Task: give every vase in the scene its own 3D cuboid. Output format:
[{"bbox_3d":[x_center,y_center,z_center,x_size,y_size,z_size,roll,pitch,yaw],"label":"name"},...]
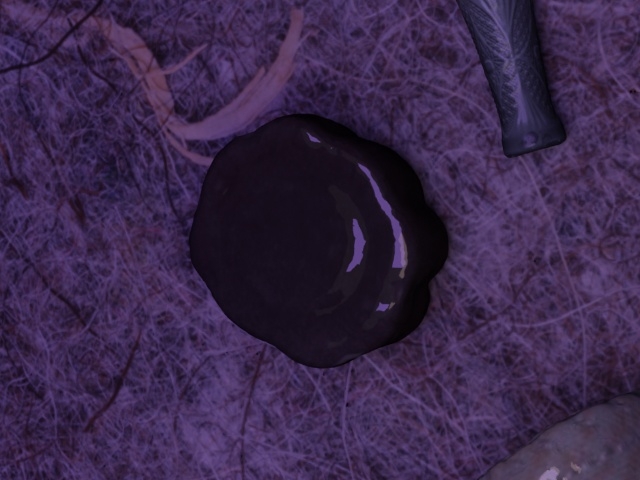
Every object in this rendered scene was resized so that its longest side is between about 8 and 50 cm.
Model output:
[{"bbox_3d":[0.220,-0.208,1.928,0.096,0.096,0.219,-15,92,24],"label":"vase"}]

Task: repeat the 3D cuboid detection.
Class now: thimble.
[{"bbox_3d":[0.290,0.307,1.844,0.291,0.291,0.195,-36,73,23],"label":"thimble"}]

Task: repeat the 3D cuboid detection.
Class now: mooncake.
[{"bbox_3d":[0.000,0.000,2.010,0.306,0.154,0.306,2,95,24],"label":"mooncake"}]
